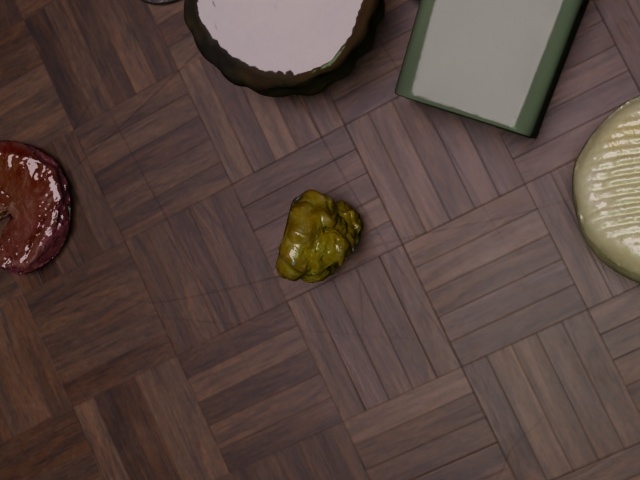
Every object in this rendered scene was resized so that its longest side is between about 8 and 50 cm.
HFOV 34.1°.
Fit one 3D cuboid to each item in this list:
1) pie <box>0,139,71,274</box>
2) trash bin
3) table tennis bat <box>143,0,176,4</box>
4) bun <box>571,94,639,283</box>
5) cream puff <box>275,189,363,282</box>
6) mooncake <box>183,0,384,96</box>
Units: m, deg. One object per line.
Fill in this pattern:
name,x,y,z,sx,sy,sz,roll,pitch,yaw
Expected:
pie,-0.502,-0.058,1.679,0.218,0.054,0.205,25,97,12
trash bin,0.257,-0.332,1.444,0.222,0.158,0.344,19,100,15
table tennis bat,-0.254,-0.493,1.632,0.138,0.022,0.247,-5,90,14
bun,0.480,-0.065,1.396,0.287,0.146,0.288,-4,75,16
cream puff,0.000,0.000,1.524,0.116,0.146,0.146,14,94,-4
mooncake,-0.050,-0.349,1.512,0.290,0.161,0.291,0,92,13
